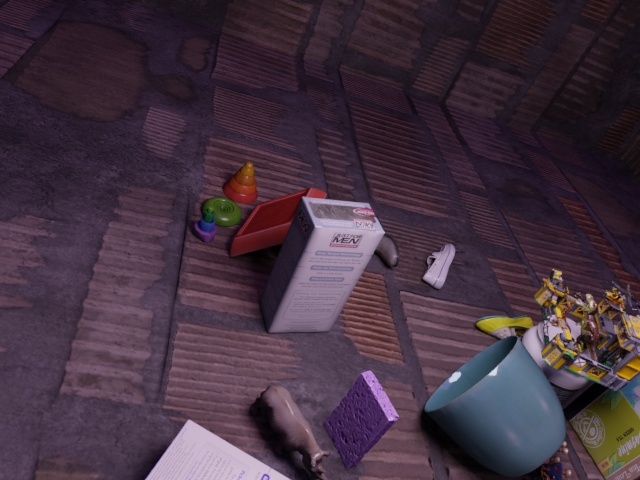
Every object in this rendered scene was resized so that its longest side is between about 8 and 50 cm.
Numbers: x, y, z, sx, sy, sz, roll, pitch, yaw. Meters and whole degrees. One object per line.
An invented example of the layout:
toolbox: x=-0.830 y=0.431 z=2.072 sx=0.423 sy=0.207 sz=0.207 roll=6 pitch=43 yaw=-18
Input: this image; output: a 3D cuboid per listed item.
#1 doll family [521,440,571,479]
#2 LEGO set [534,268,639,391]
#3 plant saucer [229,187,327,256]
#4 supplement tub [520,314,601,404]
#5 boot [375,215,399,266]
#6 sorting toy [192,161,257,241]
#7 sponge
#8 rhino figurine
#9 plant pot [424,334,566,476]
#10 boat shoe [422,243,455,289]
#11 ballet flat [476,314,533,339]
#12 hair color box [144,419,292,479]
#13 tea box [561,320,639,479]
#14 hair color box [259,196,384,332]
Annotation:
doll family: x=0.555 y=0.564 z=1.315 sx=0.111 sy=0.076 sz=0.193 roll=26 pitch=40 yaw=-8
LEGO set: x=0.676 y=0.185 z=1.283 sx=0.254 sy=0.192 sz=0.331 roll=30 pitch=37 yaw=5
plant saucer: x=-0.130 y=-0.067 z=1.562 sx=0.048 sy=0.258 sz=0.259 roll=63 pitch=28 yaw=-24
supplement tub: x=0.599 y=0.352 z=1.428 sx=0.191 sy=0.272 sz=0.191 roll=16 pitch=38 yaw=-13
boot: x=0.150 y=0.007 z=1.765 sx=0.161 sy=0.084 sz=0.247 roll=-4 pitch=40 yaw=-23
sorting toy: x=-0.284 y=-0.141 z=1.641 sx=0.127 sy=0.126 sz=0.366 roll=26 pitch=36 yaw=1
sponge: x=0.083 y=0.390 z=1.140 sx=0.031 sy=0.210 sz=0.117 roll=-3 pitch=46 yaw=-35
rhino figurine: x=-0.055 y=0.412 z=1.119 sx=0.073 sy=0.106 sz=0.243 roll=-17 pitch=53 yaw=-41
plant pot: x=0.437 y=0.413 z=1.269 sx=0.235 sy=0.293 sz=0.293 roll=51 pitch=42 yaw=11
boat shoe: x=0.406 y=0.071 z=1.813 sx=0.075 sy=0.083 sz=0.226 roll=29 pitch=38 yaw=3
ballet flat: x=0.601 y=0.282 z=1.686 sx=0.230 sy=0.077 sz=0.077 roll=3 pitch=59 yaw=-29
hair color box: x=-0.155 y=0.501 z=0.956 sx=0.338 sy=0.110 sz=0.185 roll=28 pitch=36 yaw=6
tea box: x=0.873 y=0.443 z=1.428 sx=0.219 sy=0.329 sz=0.324 roll=4 pitch=41 yaw=-26
hair color box: x=-0.009 y=0.074 z=1.329 sx=0.185 sy=0.375 sz=0.114 roll=4 pitch=42 yaw=-26
